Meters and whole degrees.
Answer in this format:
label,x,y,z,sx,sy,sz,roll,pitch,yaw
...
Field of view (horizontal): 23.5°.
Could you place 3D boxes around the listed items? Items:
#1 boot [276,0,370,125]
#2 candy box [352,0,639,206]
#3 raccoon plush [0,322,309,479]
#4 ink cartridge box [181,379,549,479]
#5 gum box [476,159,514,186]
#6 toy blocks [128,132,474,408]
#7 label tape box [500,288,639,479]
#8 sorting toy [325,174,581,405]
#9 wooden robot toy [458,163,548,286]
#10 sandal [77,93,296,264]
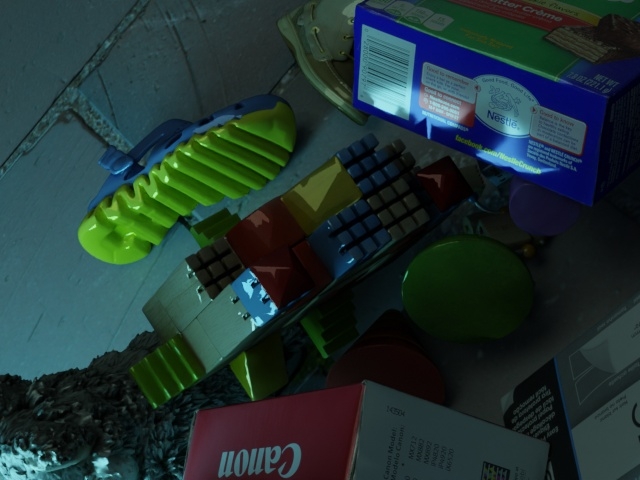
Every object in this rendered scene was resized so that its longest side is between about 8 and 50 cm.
label,x,y,z,sx,sy,sz,roll,pitch,yaw
boot,0.050,-0.246,1.819,0.165,0.077,0.213,-40,45,10
candy box,0.228,-0.190,1.468,0.268,0.122,0.317,25,40,28
raccoon plush,-0.187,0.112,1.642,0.216,0.299,0.446,3,67,39
ink cartridge box,0.000,0.217,1.394,0.309,0.271,0.130,-18,56,55
gum box,0.236,-0.168,1.655,0.184,0.041,0.157,-31,51,19
toy blocks,0.000,0.000,1.516,0.191,0.381,0.261,56,148,6
label tape box,0.287,0.221,1.286,0.240,0.106,0.334,-45,37,37
sorting toy,0.134,0.034,1.534,0.365,0.127,0.126,-53,16,33
wooden robot toy,0.199,-0.007,1.593,0.079,0.076,0.173,-16,51,-14
sandal,-0.170,-0.101,1.876,0.317,0.126,0.138,-26,48,22
